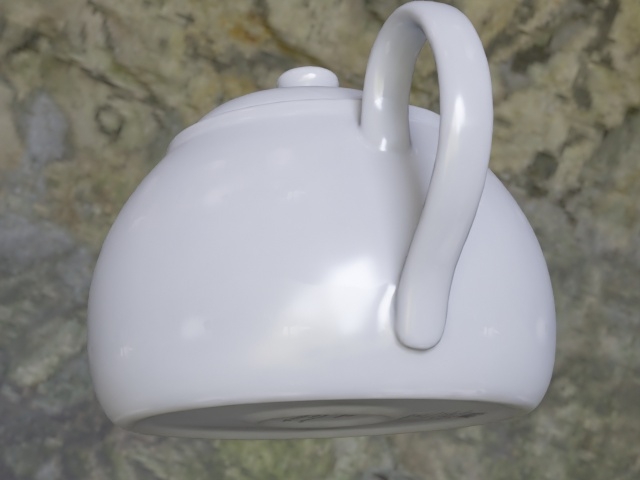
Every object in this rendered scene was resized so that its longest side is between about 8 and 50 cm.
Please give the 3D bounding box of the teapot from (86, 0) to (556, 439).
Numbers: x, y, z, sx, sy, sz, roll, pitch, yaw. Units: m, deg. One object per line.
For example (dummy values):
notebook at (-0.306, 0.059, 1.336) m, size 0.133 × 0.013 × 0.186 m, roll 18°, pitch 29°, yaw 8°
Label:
teapot at (0.000, 0.000, 0.693) m, size 0.256 × 0.187 × 0.252 m, roll -7°, pitch -13°, yaw 24°
